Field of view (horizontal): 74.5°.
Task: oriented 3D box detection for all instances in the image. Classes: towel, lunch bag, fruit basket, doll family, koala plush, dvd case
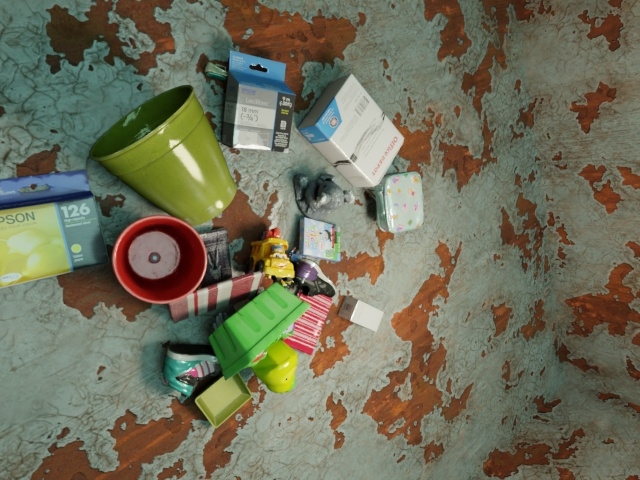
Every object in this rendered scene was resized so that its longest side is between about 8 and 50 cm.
[{"bbox_3d":[-0.372,0.196,1.501,0.329,0.237,0.037,-17,70,-23],"label":"towel"},{"bbox_3d":[0.355,-0.181,1.927,0.224,0.108,0.279,-12,103,-24],"label":"lunch bag"},{"bbox_3d":[-0.185,0.400,1.575,0.392,0.283,0.392,22,47,-26],"label":"fruit basket"},{"bbox_3d":[-0.135,0.123,1.766,0.111,0.076,0.193,16,81,-30],"label":"doll family"},{"bbox_3d":[0.023,-0.180,1.745,0.196,0.221,0.203,-6,99,-34],"label":"koala plush"},{"bbox_3d":[-0.058,0.348,1.843,0.199,0.031,0.275,35,69,-35],"label":"towel"},{"bbox_3d":[-0.401,0.073,1.572,0.164,0.018,0.221,-18,106,-56],"label":"dvd case"}]

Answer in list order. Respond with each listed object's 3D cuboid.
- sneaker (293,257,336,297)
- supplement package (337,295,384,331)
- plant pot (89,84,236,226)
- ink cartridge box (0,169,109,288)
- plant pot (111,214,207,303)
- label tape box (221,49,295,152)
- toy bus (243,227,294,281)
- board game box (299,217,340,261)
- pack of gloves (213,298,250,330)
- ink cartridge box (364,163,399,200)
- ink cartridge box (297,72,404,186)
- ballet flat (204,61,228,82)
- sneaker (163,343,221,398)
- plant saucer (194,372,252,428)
[{"bbox_3d":[-0.034,0.193,1.787,0.283,0.107,0.124,51,60,-46],"label":"sneaker"},{"bbox_3d":[0.191,0.346,1.986,0.179,0.105,0.105,29,79,-32],"label":"supplement package"},{"bbox_3d":[-0.463,-0.242,1.363,0.366,0.366,0.353,-48,130,-20],"label":"plant pot"},{"bbox_3d":[-0.836,-0.043,1.275,0.303,0.072,0.307,-15,105,-32],"label":"ink cartridge box"},{"bbox_3d":[-0.530,0.056,1.370,0.275,0.243,0.275,0,91,-27],"label":"plant pot"},{"bbox_3d":[-0.225,-0.507,1.569,0.240,0.106,0.334,-3,110,-36],"label":"label tape box"},{"bbox_3d":[-0.188,0.050,1.637,0.149,0.220,0.211,14,81,-29],"label":"toy bus"},{"bbox_3d":[0.000,0.000,1.825,0.211,0.039,0.160,12,73,-39],"label":"board game box"},{"bbox_3d":[-0.322,0.369,1.647,0.195,0.046,0.232,-24,93,-49],"label":"pack of gloves"},{"bbox_3d":[0.303,-0.272,2.002,0.212,0.093,0.154,43,71,-31],"label":"ink cartridge box"},{"bbox_3d":[0.141,-0.460,1.827,0.395,0.166,0.285,41,73,-29],"label":"ink cartridge box"},{"bbox_3d":[-0.342,-0.612,1.554,0.168,0.057,0.052,12,79,-35],"label":"ballet flat"},{"bbox_3d":[-0.454,0.492,1.559,0.295,0.123,0.178,21,92,-44],"label":"sneaker"},{"bbox_3d":[-0.383,0.607,1.648,0.188,0.045,0.188,-37,125,-26],"label":"plant saucer"}]
